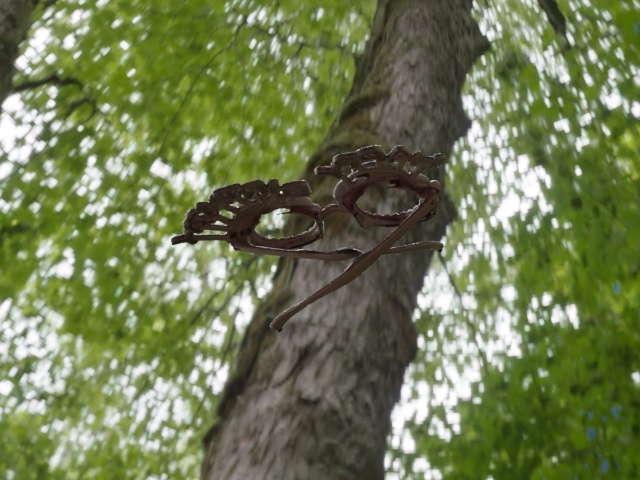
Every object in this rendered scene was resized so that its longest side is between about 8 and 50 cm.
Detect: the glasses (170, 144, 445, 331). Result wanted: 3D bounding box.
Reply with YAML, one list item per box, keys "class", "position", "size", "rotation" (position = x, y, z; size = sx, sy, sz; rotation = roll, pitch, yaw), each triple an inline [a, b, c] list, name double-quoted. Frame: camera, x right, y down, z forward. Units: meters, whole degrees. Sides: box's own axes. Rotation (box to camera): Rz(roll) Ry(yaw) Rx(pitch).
- class: "glasses"
  position: [-0.003, -0.008, 1.009]
  size: [0.255, 0.095, 0.162]
  rotation: [-16, -32, 13]
